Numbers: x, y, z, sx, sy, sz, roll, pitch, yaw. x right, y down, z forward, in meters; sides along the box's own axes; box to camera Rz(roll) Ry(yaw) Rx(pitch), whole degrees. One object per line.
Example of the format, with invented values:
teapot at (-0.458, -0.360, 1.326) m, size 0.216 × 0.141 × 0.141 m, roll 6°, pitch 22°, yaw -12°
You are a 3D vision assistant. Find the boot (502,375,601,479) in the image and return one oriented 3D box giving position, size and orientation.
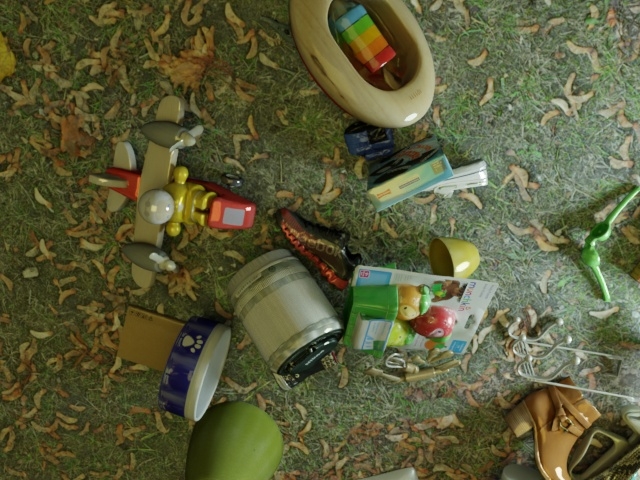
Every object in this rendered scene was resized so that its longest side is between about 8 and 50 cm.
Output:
boot at (0.657, 0.525, 1.921) m, size 0.220 × 0.109 × 0.283 m, roll -35°, pitch 73°, yaw 7°

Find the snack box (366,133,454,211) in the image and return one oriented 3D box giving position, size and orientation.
snack box at (0.206, -0.167, 1.699) m, size 0.187 × 0.322 × 0.060 m, roll -25°, pitch 102°, yaw 11°

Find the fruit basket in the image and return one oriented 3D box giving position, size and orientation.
fruit basket at (0.236, 0.197, 1.827) m, size 0.353 × 0.165 × 0.327 m, roll 11°, pitch 138°, yaw -1°

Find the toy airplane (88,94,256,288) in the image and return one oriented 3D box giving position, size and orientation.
toy airplane at (-0.405, -0.115, 1.805) m, size 0.384 × 0.272 × 0.386 m, roll -30°, pitch 99°, yaw 13°

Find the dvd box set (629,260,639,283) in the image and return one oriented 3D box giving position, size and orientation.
dvd box set at (1.029, 0.000, 1.786) m, size 0.307 × 0.062 × 0.420 m, roll 31°, pitch 105°, yaw -2°

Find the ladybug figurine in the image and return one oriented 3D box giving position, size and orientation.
ladybug figurine at (0.083, -0.457, 1.695) m, size 0.305 × 0.162 × 0.449 m, roll -37°, pitch 98°, yaw -24°

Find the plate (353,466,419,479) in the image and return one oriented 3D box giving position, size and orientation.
plate at (0.179, 0.817, 2.093) m, size 0.277 × 0.045 × 0.278 m, roll -16°, pitch 102°, yaw 9°

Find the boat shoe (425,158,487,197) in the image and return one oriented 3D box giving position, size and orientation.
boat shoe at (0.314, -0.141, 1.817) m, size 0.226 × 0.083 × 0.076 m, roll -15°, pitch 101°, yaw 9°

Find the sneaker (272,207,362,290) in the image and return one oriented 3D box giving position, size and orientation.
sneaker at (0.000, 0.000, 1.881) m, size 0.276 × 0.097 × 0.135 m, roll 45°, pitch 105°, yaw -8°

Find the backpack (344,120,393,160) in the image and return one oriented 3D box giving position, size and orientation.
backpack at (0.122, -0.252, 1.804) m, size 0.120 × 0.098 × 0.101 m, roll -10°, pitch 106°, yaw 8°

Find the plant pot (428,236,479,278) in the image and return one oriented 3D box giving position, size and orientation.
plant pot at (0.352, 0.049, 1.849) m, size 0.095 × 0.134 × 0.134 m, roll -12°, pitch 104°, yaw -16°

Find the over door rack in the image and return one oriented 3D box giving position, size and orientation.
over door rack at (0.647, 0.301, 1.815) m, size 0.324 × 0.239 × 0.108 m, roll 20°, pitch 111°, yaw 1°

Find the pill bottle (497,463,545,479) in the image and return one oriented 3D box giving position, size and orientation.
pill bottle at (0.528, 0.791, 1.977) m, size 0.181 × 0.181 × 0.323 m, roll 11°, pitch 105°, yaw 3°

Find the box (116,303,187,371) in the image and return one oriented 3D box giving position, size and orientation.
box at (-0.468, 0.287, 2.042) m, size 0.201 × 0.021 × 0.164 m, roll 17°, pitch 105°, yaw 1°

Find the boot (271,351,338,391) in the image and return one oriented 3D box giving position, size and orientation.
boot at (-0.074, 0.281, 1.970) m, size 0.178 × 0.085 × 0.236 m, roll -24°, pitch 100°, yaw 7°

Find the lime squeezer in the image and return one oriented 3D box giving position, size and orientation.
lime squeezer at (0.727, 0.008, 1.825) m, size 0.110 × 0.059 × 0.310 m, roll 10°, pitch 104°, yaw 4°

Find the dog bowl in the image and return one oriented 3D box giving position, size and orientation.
dog bowl at (-0.332, 0.339, 1.915) m, size 0.104 × 0.265 × 0.265 m, roll 17°, pitch 105°, yaw 4°

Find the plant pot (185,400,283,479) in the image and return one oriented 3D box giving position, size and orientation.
plant pot at (-0.258, 0.631, 1.965) m, size 0.274 × 0.293 × 0.275 m, roll 1°, pitch 104°, yaw 5°

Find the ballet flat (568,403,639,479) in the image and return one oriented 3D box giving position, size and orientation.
ballet flat at (0.814, 0.556, 1.913) m, size 0.182 × 0.164 × 0.483 m, roll 47°, pitch 107°, yaw 13°

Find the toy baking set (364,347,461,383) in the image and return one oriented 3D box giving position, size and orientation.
toy baking set at (0.245, 0.331, 1.904) m, size 0.256 × 0.197 × 0.030 m, roll -13°, pitch 57°, yaw 3°

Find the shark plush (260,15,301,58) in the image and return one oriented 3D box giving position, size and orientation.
shark plush at (-0.071, -0.517, 1.774) m, size 0.161 × 0.067 × 0.073 m, roll 43°, pitch 105°, yaw -5°

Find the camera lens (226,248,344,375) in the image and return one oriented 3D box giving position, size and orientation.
camera lens at (-0.088, 0.187, 1.832) m, size 0.219 × 0.219 × 0.274 m, roll -40°, pitch 70°, yaw 14°
